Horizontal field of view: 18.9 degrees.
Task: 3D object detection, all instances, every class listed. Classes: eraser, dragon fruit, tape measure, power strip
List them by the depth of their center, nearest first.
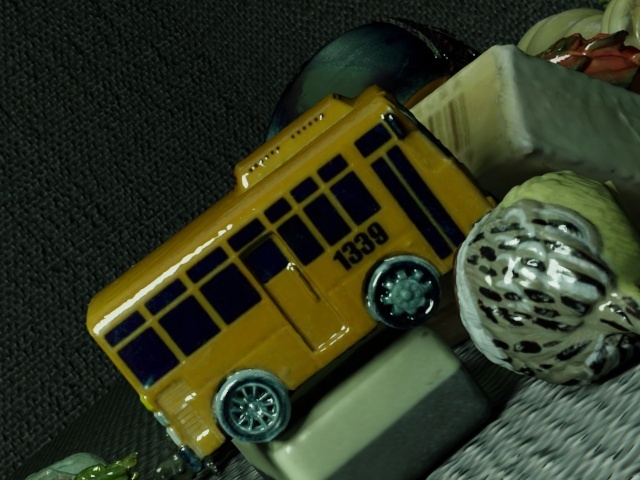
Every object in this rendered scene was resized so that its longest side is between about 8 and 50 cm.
[{"bbox_3d":[0.011,0.098,1.069,0.105,0.070,0.256,-39,2,-9],"label":"power strip"},{"bbox_3d":[0.056,0.007,1.192,0.144,0.078,0.343,15,-35,-36],"label":"eraser"},{"bbox_3d":[0.187,-0.087,1.336,0.130,0.121,0.142,91,-165,-54],"label":"dragon fruit"},{"bbox_3d":[0.053,-0.048,1.393,0.202,0.223,0.135,-14,30,-41],"label":"tape measure"}]

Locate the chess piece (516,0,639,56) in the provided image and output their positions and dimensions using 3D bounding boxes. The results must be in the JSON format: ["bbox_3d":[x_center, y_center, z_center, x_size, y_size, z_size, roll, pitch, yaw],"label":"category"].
[{"bbox_3d":[0.265,-0.157,1.461,0.117,0.117,0.397,-39,4,-15],"label":"chess piece"}]

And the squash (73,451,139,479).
[{"bbox_3d":[-0.274,0.279,1.526,0.341,0.094,0.094,-41,4,-5],"label":"squash"}]

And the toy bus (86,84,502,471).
[{"bbox_3d":[-0.012,0.011,0.965,0.201,0.114,0.098,-37,8,3],"label":"toy bus"}]

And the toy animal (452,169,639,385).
[{"bbox_3d":[0.109,0.027,0.864,0.098,0.098,0.137,-38,25,9],"label":"toy animal"}]

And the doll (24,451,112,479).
[{"bbox_3d":[-0.234,0.239,1.771,0.103,0.072,0.214,-24,-8,-9],"label":"doll"}]

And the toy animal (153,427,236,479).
[{"bbox_3d":[-0.091,0.159,1.522,0.065,0.047,0.135,-26,4,33],"label":"toy animal"}]

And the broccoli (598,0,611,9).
[{"bbox_3d":[0.377,-0.272,1.904,0.242,0.273,0.180,-71,-13,-67],"label":"broccoli"}]
